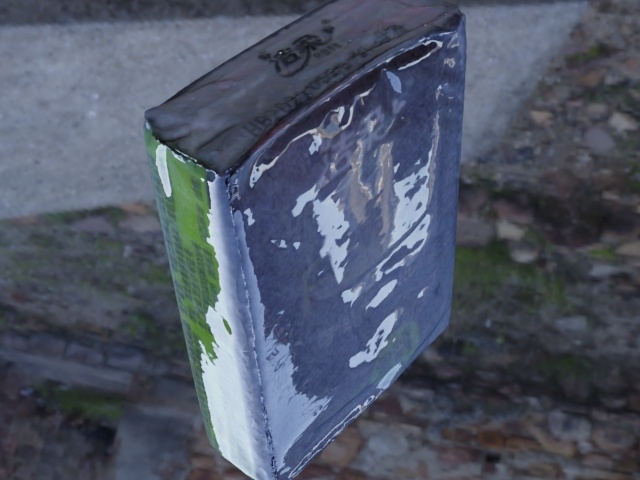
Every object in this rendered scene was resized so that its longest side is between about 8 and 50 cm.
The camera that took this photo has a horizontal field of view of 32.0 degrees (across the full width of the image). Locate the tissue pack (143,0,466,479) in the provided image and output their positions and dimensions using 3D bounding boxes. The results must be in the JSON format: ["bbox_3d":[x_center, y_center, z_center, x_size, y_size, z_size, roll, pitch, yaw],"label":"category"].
[{"bbox_3d":[0.000,0.000,0.998,0.124,0.288,0.394,30,142,31],"label":"tissue pack"}]
